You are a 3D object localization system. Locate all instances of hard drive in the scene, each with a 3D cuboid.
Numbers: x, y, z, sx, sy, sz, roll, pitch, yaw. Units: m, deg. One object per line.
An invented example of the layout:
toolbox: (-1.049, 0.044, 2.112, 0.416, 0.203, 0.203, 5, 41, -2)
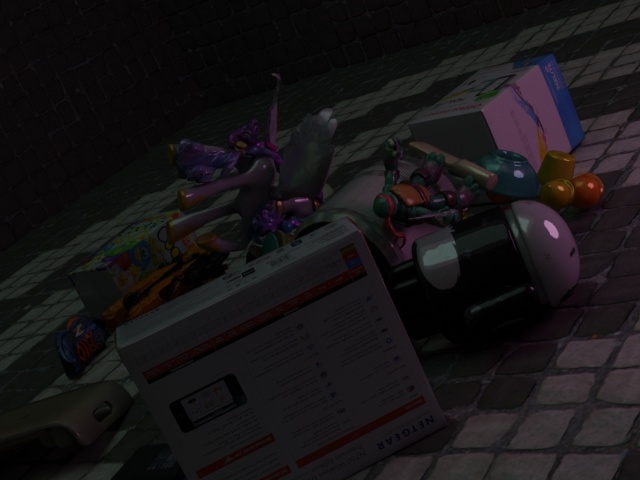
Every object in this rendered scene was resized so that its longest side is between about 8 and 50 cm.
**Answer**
hard drive: (-0.246, 0.341, 1.637, 0.135, 0.022, 0.094, -13, 21, 32)

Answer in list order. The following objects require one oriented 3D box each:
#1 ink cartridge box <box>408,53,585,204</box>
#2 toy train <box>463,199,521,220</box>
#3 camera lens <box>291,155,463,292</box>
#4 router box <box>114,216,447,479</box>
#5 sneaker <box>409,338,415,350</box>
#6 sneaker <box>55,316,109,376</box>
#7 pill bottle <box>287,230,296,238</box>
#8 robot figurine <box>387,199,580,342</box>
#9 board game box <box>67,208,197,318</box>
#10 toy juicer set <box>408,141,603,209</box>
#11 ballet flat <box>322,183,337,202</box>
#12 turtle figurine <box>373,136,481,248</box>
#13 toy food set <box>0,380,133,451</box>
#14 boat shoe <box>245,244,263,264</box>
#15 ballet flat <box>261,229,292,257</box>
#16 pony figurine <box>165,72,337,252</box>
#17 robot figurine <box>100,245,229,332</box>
ink cartridge box: (0.355, -0.218, 2.160, 0.198, 0.197, 0.270, -5, 27, 48)
toy train: (0.291, -0.028, 1.958, 0.125, 0.046, 0.166, -35, 23, -33)
camera lens: (0.097, 0.001, 1.835, 0.219, 0.219, 0.274, -9, 23, 40)
router box: (-0.048, 0.177, 1.387, 0.336, 0.301, 0.082, -26, 18, -5)
sneaker: (0.116, 0.162, 1.637, 0.071, 0.066, 0.188, 2, 33, 22)
sneaker: (-0.495, 0.210, 2.258, 0.087, 0.083, 0.221, -15, 22, 5)
pill bottle: (0.000, 0.000, 2.188, 0.152, 0.086, 0.086, -31, 18, -16)
robot figurine: (0.243, 0.051, 1.591, 0.278, 0.173, 0.209, -22, 61, 10)
board game box: (-0.416, 0.058, 2.479, 0.144, 0.142, 0.275, -10, 23, 39)
toy juicer set: (0.331, -0.092, 1.852, 0.329, 0.089, 0.209, 3, 23, -23)
ballet flat: (-0.021, -0.101, 2.476, 0.108, 0.106, 0.316, -28, 18, -9)
turtle figurine: (0.148, -0.077, 1.691, 0.118, 0.175, 0.234, -43, -15, 34)
toy food set: (-0.497, 0.348, 1.877, 0.306, 0.092, 0.220, -18, 7, 15)
boat shoe: (-0.118, 0.071, 2.221, 0.065, 0.075, 0.206, -66, 19, 13)
ballet flat: (-0.042, 0.076, 2.002, 0.123, 0.123, 0.348, -25, 20, 1)
pony figurine: (-0.124, -0.134, 2.200, 0.364, 0.351, 0.303, -8, 32, -21)
robot figurine: (-0.321, 0.104, 2.320, 0.211, 0.085, 0.291, -3, 29, 49)
